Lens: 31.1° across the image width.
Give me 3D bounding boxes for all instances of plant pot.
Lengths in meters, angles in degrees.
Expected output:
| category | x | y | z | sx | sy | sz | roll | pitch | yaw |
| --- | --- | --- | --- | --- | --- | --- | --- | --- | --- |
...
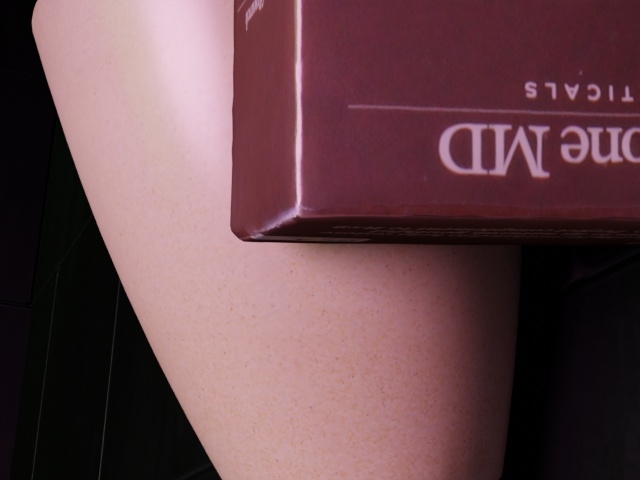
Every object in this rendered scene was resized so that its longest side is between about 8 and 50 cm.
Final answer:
| category | x | y | z | sx | sy | sz | roll | pitch | yaw |
| --- | --- | --- | --- | --- | --- | --- | --- | --- | --- |
| plant pot | 0.000 | 0.000 | 0.593 | 0.256 | 0.256 | 0.274 | -34 | 65 | 61 |

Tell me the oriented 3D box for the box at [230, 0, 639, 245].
| category | x | y | z | sx | sy | sz | roll | pitch | yaw |
| --- | --- | --- | --- | --- | --- | --- | --- | --- | --- |
| box | 0.066 | -0.189 | 0.442 | 0.143 | 0.191 | 0.381 | 174 | 96 | -77 |
